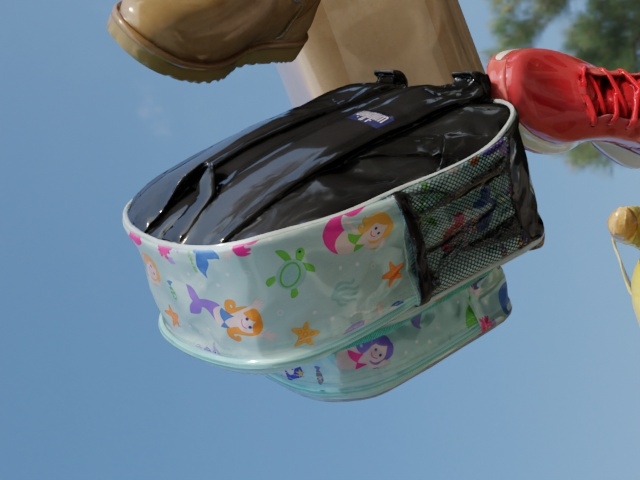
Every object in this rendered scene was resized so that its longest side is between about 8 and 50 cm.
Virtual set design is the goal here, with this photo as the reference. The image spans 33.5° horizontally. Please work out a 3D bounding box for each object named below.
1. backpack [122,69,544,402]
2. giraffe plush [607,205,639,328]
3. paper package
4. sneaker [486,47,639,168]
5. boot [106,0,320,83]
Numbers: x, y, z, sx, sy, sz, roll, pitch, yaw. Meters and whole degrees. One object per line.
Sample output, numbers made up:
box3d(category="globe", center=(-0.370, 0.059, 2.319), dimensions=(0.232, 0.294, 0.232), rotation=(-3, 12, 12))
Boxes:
box3d(category="backpack", center=(0.000, 0.000, 0.744), dimensions=(0.254, 0.225, 0.191), rotation=(-23, -67, -31))
box3d(category="giraffe plush", center=(0.253, 0.050, 0.530), dimensions=(0.181, 0.171, 0.210), rotation=(51, -154, -54))
box3d(category="paper package", center=(0.072, -0.125, 1.134), dimensions=(0.309, 0.168, 0.324), rotation=(-140, 27, -81))
box3d(category="sneaker", center=(0.231, -0.112, 0.778), dimensions=(0.221, 0.128, 0.087), rotation=(2, -102, -42))
box3d(category="boot", center=(-0.027, -0.257, 0.789), dimensions=(0.269, 0.089, 0.236), rotation=(-56, -14, 29))
